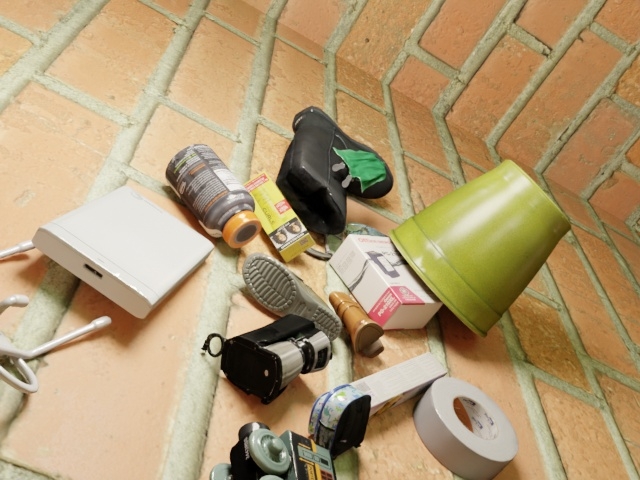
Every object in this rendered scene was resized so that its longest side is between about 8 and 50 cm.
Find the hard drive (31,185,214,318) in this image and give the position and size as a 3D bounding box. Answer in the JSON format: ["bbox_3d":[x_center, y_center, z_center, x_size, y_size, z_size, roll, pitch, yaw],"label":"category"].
[{"bbox_3d":[-0.356,0.008,1.486,0.233,0.047,0.353,35,18,-1],"label":"hard drive"}]

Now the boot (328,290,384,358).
[{"bbox_3d":[0.067,0.165,1.667,0.152,0.073,0.197,55,-7,24],"label":"boot"}]

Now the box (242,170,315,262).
[{"bbox_3d":[-0.107,-0.059,1.875,0.232,0.087,0.058,56,-3,35],"label":"box"}]

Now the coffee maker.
[{"bbox_3d":[-0.090,0.199,1.449,0.171,0.120,0.178,43,27,18],"label":"coffee maker"}]

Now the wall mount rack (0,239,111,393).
[{"bbox_3d":[-0.490,0.077,1.206,0.350,0.130,0.304,43,-5,15],"label":"wall mount rack"}]

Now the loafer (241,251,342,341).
[{"bbox_3d":[-0.063,0.122,1.660,0.251,0.094,0.087,43,2,-3],"label":"loafer"}]

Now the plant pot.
[{"bbox_3d":[0.424,-0.007,1.990,0.366,0.353,0.366,45,10,-10],"label":"plant pot"}]

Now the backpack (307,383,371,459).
[{"bbox_3d":[0.033,0.314,1.403,0.084,0.114,0.105,27,21,33],"label":"backpack"}]

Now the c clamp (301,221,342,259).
[{"bbox_3d":[0.000,0.000,1.983,0.137,0.022,0.160,27,27,-15],"label":"c clamp"}]

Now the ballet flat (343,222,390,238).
[{"bbox_3d":[0.146,0.008,2.095,0.188,0.070,0.070,18,31,-23],"label":"ballet flat"}]

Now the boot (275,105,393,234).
[{"bbox_3d":[0.055,-0.154,2.113,0.367,0.146,0.445,36,22,-16],"label":"boot"}]

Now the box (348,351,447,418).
[{"bbox_3d":[0.150,0.302,1.613,0.067,0.063,0.324,48,30,22],"label":"box"}]

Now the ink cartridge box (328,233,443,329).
[{"bbox_3d":[0.159,0.099,1.911,0.172,0.100,0.237,4,39,-46],"label":"ink cartridge box"}]

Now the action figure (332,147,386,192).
[{"bbox_3d":[0.114,-0.185,2.047,0.232,0.063,0.137,-16,76,-59],"label":"action figure"}]

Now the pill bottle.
[{"bbox_3d":[-0.234,-0.095,1.756,0.130,0.130,0.245,-4,45,-51],"label":"pill bottle"}]

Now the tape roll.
[{"bbox_3d":[0.302,0.390,1.631,0.219,0.072,0.219,27,28,-16],"label":"tape roll"}]

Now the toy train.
[{"bbox_3d":[-0.049,0.417,1.133,0.190,0.142,0.334,31,25,-29],"label":"toy train"}]
